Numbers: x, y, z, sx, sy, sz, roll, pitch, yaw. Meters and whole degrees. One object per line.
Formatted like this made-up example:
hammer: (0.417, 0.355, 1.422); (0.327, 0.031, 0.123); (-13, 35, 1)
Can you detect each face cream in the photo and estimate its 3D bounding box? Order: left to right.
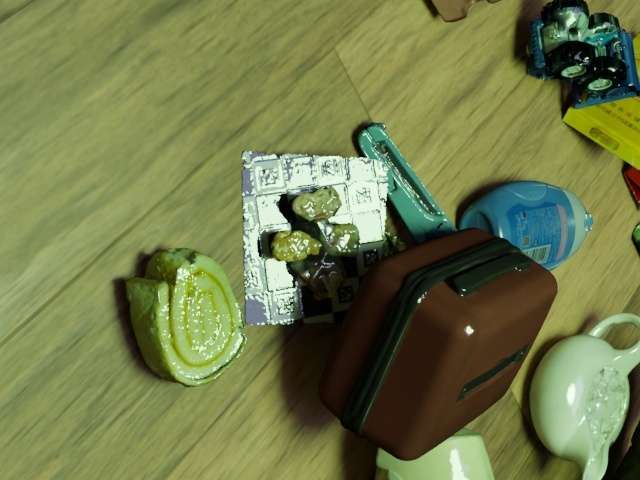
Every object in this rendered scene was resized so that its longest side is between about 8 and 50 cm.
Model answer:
face cream: (0.324, -0.019, 1.417); (0.264, 0.083, 0.149); (-8, 100, -41)

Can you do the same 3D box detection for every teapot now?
teapot: (0.433, 0.245, 1.492); (0.204, 0.139, 0.298); (35, 70, -34)

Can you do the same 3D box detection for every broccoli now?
broccoli: (0.073, 0.027, 1.199); (0.092, 0.095, 0.097); (-62, 163, -52)

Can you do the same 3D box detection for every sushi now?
sushi: (0.000, 0.000, 1.119); (0.193, 0.040, 0.210); (1, 93, -20)

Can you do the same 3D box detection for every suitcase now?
suitcase: (0.150, 0.118, 1.140); (0.297, 0.161, 0.236); (-15, 132, -53)

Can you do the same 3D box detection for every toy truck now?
toy truck: (0.409, -0.283, 1.446); (0.208, 0.126, 0.113); (13, 66, -36)

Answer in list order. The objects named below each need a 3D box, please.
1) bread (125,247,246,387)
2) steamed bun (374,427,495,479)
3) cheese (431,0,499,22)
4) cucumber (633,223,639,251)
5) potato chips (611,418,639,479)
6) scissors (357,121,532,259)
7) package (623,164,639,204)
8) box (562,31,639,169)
bread: (-0.148, 0.083, 1.018); (0.117, 0.064, 0.156); (-26, 108, -42)
steamed bun: (0.129, 0.339, 1.208); (0.170, 0.200, 0.225); (-6, 83, -32)
cheese: (0.218, -0.391, 1.271); (0.177, 0.203, 0.128); (-39, 123, 2)
cucumber: (0.613, 0.018, 1.700); (0.048, 0.048, 0.105); (-50, 122, -28)
potato chips: (0.527, 0.347, 1.510); (0.389, 0.097, 0.373); (-63, 171, -1)
scissors: (0.170, -0.001, 1.272); (0.180, 0.032, 0.393); (-34, 110, 5)
package: (0.699, -0.201, 1.562); (0.123, 0.423, 0.196); (45, 58, 0)
box: (0.542, -0.244, 1.569); (0.269, 0.152, 0.043); (-45, 164, -31)
